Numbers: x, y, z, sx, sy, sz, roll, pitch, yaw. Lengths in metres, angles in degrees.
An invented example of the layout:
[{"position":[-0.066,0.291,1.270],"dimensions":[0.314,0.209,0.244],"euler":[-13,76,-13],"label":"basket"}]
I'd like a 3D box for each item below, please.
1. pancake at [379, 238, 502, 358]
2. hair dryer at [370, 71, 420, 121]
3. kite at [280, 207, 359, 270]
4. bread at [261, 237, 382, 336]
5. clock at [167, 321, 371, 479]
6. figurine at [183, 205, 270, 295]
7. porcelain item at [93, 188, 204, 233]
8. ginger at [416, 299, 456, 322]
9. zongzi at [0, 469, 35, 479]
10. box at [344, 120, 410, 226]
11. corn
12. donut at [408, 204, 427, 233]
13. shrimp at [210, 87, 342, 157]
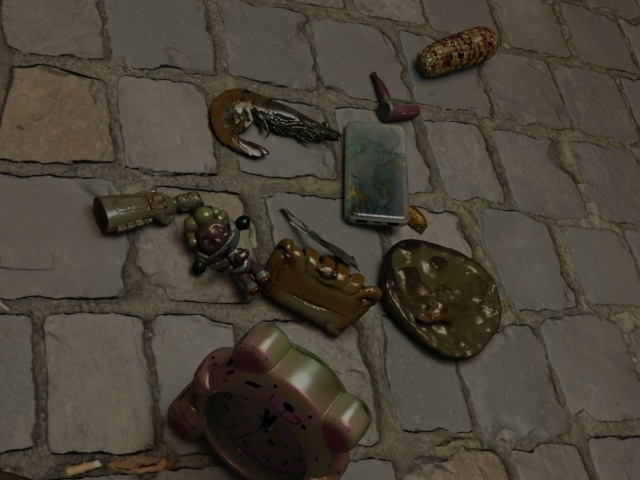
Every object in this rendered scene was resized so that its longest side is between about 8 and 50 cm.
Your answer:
[{"position":[0.250,0.118,1.859],"dimensions":[0.294,0.049,0.294],"euler":[15,53,-21],"label":"pancake"},{"position":[0.165,-0.355,2.142],"dimensions":[0.106,0.054,0.154],"euler":[-12,61,-39],"label":"hair dryer"},{"position":[0.001,-0.001,1.765],"dimensions":[0.250,0.012,0.229],"euler":[42,7,37],"label":"kite"},{"position":[-0.003,0.089,1.694],"dimensions":[0.225,0.134,0.081],"euler":[30,23,-10],"label":"bread"},{"position":[-0.079,0.282,1.394],"dimensions":[0.284,0.309,0.114],"euler":[42,47,4],"label":"clock"},{"position":[-0.178,0.016,1.655],"dimensions":[0.147,0.093,0.197],"euler":[-45,68,2],"label":"figurine"},{"position":[-0.316,-0.063,1.672],"dimensions":[0.213,0.054,0.084],"euler":[-11,66,-35],"label":"porcelain item"},{"position":[0.237,0.142,1.783],"dimensions":[0.097,0.030,0.048],"euler":[3,61,-30],"label":"ginger"},{"position":[-0.353,0.370,1.200],"dimensions":[0.260,0.289,0.123],"euler":[3,45,-26],"label":"zongzi"},{"position":[0.123,-0.151,1.961],"dimensions":[0.142,0.044,0.285],"euler":[5,53,-6],"label":"box"},{"position":[0.354,-0.489,2.305],"dimensions":[0.290,0.098,0.098],"euler":[-28,75,-35],"label":"corn"},{"position":[0.198,-0.049,1.953],"dimensions":[0.067,0.038,0.083],"euler":[-28,73,-42],"label":"donut"},{"position":[-0.097,-0.234,1.914],"dimensions":[0.296,0.058,0.169],"euler":[17,59,-13],"label":"shrimp"}]
